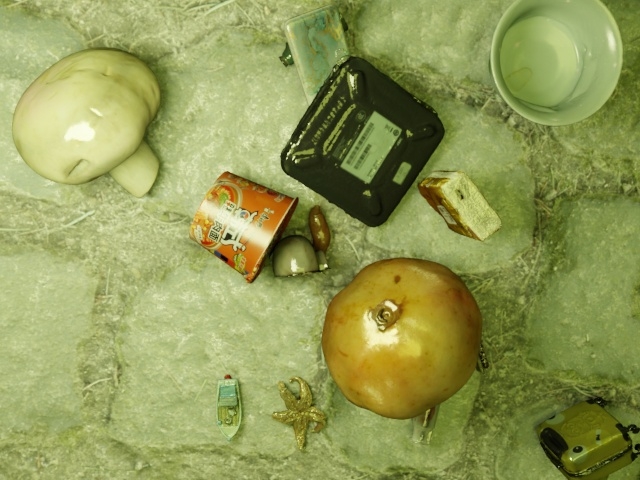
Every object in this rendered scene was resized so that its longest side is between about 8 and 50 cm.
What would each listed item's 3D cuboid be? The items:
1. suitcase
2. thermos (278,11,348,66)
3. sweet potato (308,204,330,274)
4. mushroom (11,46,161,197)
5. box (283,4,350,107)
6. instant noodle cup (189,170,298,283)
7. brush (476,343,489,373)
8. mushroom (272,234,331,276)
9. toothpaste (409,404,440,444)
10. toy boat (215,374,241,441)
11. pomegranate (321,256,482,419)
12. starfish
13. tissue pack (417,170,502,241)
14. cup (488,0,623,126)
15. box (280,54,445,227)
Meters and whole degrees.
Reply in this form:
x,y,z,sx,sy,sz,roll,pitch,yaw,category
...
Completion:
x,y,z,sx,sy,sz,roll,pitch,yaw,category
0.744,0.566,1.730,0.235,0.194,0.143,-26,108,-3,suitcase
-0.023,-0.513,1.602,0.188,0.083,0.073,-37,73,0,thermos
0.000,0.000,1.664,0.057,0.056,0.194,-5,102,-6,sweet potato
-0.511,-0.283,1.450,0.353,0.353,0.325,28,108,-8,mushroom
0.012,-0.438,1.580,0.142,0.044,0.284,-22,118,-5,box
-0.196,-0.042,1.551,0.192,0.250,0.250,28,92,1,instant noodle cup
0.417,0.255,1.740,0.036,0.043,0.247,-23,97,-11,brush
-0.060,0.042,1.592,0.142,0.188,0.117,-19,93,-5,mushroom
0.311,0.403,1.733,0.100,0.066,0.322,13,90,-3,toothpaste
-0.248,0.452,1.676,0.069,0.059,0.172,0,96,-6,toy boat
0.207,0.235,1.562,0.412,0.411,0.410,-1,96,-6,pomegranate
-0.060,0.477,1.703,0.150,0.053,0.209,-3,98,-1,starfish
0.355,-0.096,1.602,0.092,0.226,0.183,-39,99,-3,tissue pack
0.581,-0.467,1.622,0.348,0.163,0.346,-1,96,-7,cup
0.112,-0.250,1.599,0.351,0.091,0.359,30,97,-22,box
